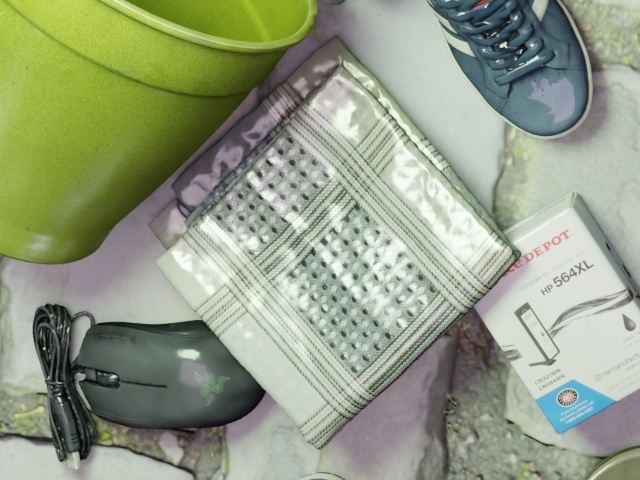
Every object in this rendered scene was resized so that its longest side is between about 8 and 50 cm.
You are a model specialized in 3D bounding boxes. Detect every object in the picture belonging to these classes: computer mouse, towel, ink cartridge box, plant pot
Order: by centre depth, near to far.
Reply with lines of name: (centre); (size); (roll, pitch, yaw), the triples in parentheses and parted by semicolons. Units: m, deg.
plant pot: (-0.250, -0.177, 1.852); (0.366, 0.366, 0.353); (35, 118, 1)
ink cartridge box: (0.256, 0.074, 1.930); (0.148, 0.086, 0.203); (-33, 96, 17)
towel: (0.000, 0.000, 1.932); (0.312, 0.056, 0.324); (-45, 74, 17)
computer mouse: (-0.193, 0.158, 2.030); (0.272, 0.072, 0.188); (-5, 100, 17)

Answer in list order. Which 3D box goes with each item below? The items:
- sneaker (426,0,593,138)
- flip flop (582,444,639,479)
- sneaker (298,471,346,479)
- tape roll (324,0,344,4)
sneaker: (0.155, -0.248, 1.839); (0.131, 0.148, 0.350); (-31, 96, 16)
flip flop: (0.403, 0.279, 1.955); (0.277, 0.080, 0.112); (-1, 103, 11)
sneaker: (0.019, 0.407, 2.035); (0.107, 0.124, 0.283); (-20, 99, 15)
tape roll: (-0.031, -0.334, 1.816); (0.072, 0.219, 0.219); (-43, 93, 16)
